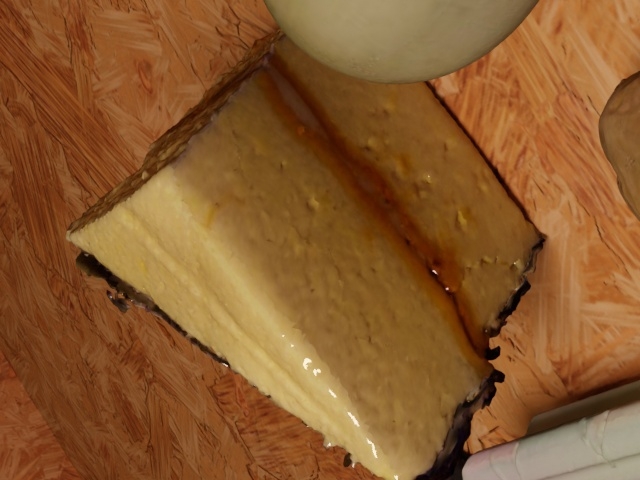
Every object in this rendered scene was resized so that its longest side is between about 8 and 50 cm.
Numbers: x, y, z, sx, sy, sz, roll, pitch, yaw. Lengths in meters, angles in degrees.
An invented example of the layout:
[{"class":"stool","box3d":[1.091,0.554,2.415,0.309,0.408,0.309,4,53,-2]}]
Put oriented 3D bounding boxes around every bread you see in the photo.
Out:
[{"class":"bread","box3d":[0.000,0.000,1.120,0.405,0.346,0.242,50,143,3]}]

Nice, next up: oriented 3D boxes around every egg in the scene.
[{"class":"egg","box3d":[0.070,-0.242,0.877,0.218,0.218,0.295,49,137,19]}]

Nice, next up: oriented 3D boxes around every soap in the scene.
[{"class":"soap","box3d":[0.262,0.233,1.071,0.347,0.115,0.208,-35,82,55]}]

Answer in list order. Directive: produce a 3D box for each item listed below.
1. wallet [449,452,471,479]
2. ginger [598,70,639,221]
[{"class":"wallet","box3d":[0.228,0.339,1.330,0.378,0.051,0.197,21,132,47]},{"class":"ginger","box3d":[0.277,-0.042,0.817,0.267,0.152,0.138,11,155,48]}]
